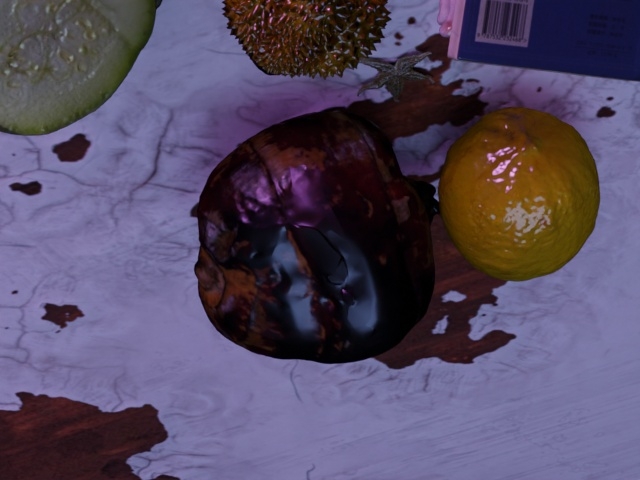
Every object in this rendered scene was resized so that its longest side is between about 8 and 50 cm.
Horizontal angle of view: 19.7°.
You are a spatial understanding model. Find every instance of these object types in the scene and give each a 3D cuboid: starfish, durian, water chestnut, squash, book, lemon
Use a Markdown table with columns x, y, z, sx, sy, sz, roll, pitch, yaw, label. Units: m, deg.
| x | y | z | sx | sy | sz | roll | pitch | yaw | label |
| --- | --- | --- | --- | --- | --- | --- | --- | --- | --- |
| 0.077 | -0.176 | 1.916 | 0.092 | 0.016 | 0.086 | 17 | 136 | -23 | starfish |
| -0.011 | -0.225 | 1.746 | 0.158 | 0.137 | 0.168 | 33 | 124 | -12 | durian |
| 0.000 | 0.000 | 1.965 | 0.289 | 0.244 | 0.289 | 5 | 114 | 13 | water chestnut |
| -0.254 | -0.218 | 1.739 | 0.220 | 0.133 | 0.220 | -6 | 139 | -5 | squash |
| 0.223 | -0.283 | 1.633 | 0.191 | 0.025 | 0.269 | 4 | 101 | -20 | book |
| 0.211 | -0.049 | 1.968 | 0.180 | 0.180 | 0.193 | -15 | 163 | 14 | lemon |

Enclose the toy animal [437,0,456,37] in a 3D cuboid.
| x | y | z | sx | sy | sz | roll | pitch | yaw | label |
| --- | --- | --- | --- | --- | --- | --- | --- | --- | --- |
| 0.176 | -0.295 | 1.676 | 0.184 | 0.104 | 0.185 | -14 | 103 | -2 | toy animal |
